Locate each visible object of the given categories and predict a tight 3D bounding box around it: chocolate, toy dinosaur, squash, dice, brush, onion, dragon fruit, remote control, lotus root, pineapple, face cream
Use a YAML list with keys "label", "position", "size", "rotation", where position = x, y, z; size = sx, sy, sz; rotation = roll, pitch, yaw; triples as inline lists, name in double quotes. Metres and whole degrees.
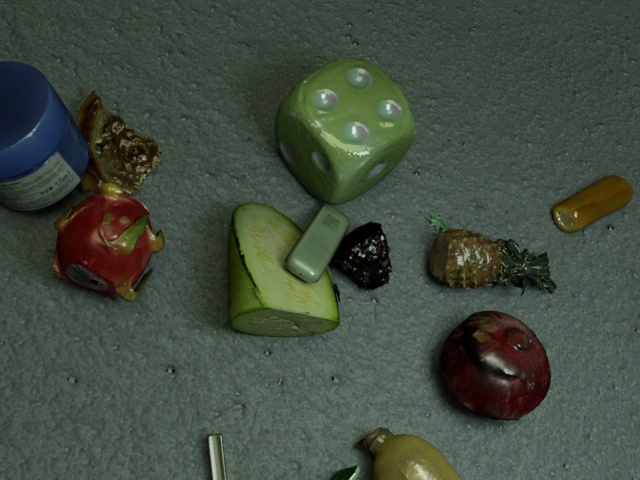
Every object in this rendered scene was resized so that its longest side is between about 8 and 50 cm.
- label: "chocolate"
  position: [0.107, 0.051, 1.641]
  size: [0.156, 0.156, 0.133]
  rotation: [-37, 103, -26]
- label: "toy dinosaur"
  position: [0.302, -0.041, 1.777]
  size: [0.083, 0.021, 0.062]
  rotation: [16, 49, -3]
- label: "squash"
  position: [-0.089, 0.039, 1.544]
  size: [0.233, 0.210, 0.309]
  rotation: [14, 64, -31]
- label: "dice"
  position: [0.055, -0.254, 1.694]
  size: [0.252, 0.254, 0.250]
  rotation: [-33, 75, -24]
- label: "brush"
  position: [-0.201, 0.479, 1.401]
  size: [0.034, 0.027, 0.191]
  rotation: [-5, 73, -11]
- label: "onion"
  position: [0.385, 0.265, 1.546]
  size: [0.246, 0.190, 0.246]
  rotation: [13, 44, -13]
- label: "dragon fruit"
  position: [-0.443, 0.000, 1.489]
  size: [0.224, 0.224, 0.227]
  rotation: [27, 59, 2]
- label: "remote control"
  position: [0.000, 0.001, 1.593]
  size: [0.090, 0.038, 0.309]
  rotation: [34, 30, -2]
- label: "lotus root"
  position: [0.204, 0.496, 1.420]
  size: [0.146, 0.131, 0.303]
  rotation: [-38, 77, -27]
- label: "pineapple"
  position: [0.420, 0.065, 1.687]
  size: [0.309, 0.141, 0.170]
  rotation: [10, 33, -16]
- label: "face cream"
  position: [-0.646, -0.215, 1.511]
  size: [0.248, 0.225, 0.249]
  rotation: [-2, 62, 4]

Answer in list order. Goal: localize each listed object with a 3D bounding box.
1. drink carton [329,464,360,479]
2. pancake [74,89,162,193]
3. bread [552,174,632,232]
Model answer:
- label: "drink carton"
  position: [0.059, 0.540, 1.368]
  size: [0.142, 0.146, 0.144]
  rotation: [45, 63, 2]
- label: "pancake"
  position: [-0.507, -0.210, 1.657]
  size: [0.257, 0.056, 0.212]
  rotation: [38, 62, 8]
- label: "bread"
  position: [0.720, -0.098, 1.870]
  size: [0.239, 0.074, 0.093]
  rotation: [-26, 77, -23]
